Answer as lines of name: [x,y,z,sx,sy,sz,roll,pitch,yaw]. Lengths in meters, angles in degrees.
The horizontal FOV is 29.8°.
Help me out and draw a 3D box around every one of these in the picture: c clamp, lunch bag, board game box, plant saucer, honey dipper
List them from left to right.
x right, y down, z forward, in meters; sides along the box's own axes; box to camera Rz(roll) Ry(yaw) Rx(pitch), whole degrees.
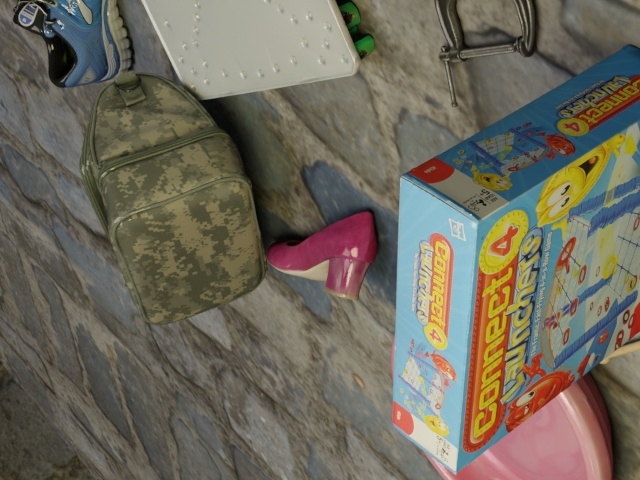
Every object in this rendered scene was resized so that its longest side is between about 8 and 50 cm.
lunch bag: [-0.217,-0.064,1.721,0.305,0.213,0.256,81,168,-55]
board game box: [-0.130,-0.372,1.486,0.390,0.050,0.389,1,121,54]
c clamp: [0.170,-0.215,1.243,0.161,0.022,0.137,-5,107,58]
plant saucer: [0.227,0.207,1.459,0.332,0.084,0.332,35,141,35]
board game box: [0.205,0.018,1.114,0.086,0.302,0.308,35,142,35]
honey dipper: [0.341,0.110,1.265,0.030,0.030,0.161,58,152,3]

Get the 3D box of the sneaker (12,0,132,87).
sneaker: [-0.380,-0.370,1.783,0.130,0.147,0.329,28,136,42]

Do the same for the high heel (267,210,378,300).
high heel: [0.000,0.000,1.649,0.244,0.082,0.117,24,100,66]
